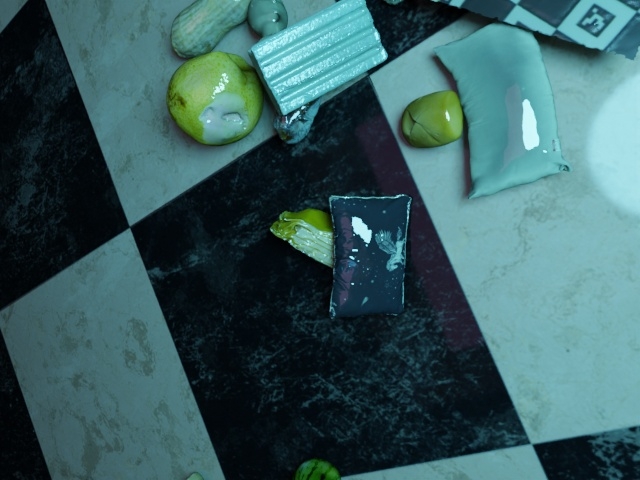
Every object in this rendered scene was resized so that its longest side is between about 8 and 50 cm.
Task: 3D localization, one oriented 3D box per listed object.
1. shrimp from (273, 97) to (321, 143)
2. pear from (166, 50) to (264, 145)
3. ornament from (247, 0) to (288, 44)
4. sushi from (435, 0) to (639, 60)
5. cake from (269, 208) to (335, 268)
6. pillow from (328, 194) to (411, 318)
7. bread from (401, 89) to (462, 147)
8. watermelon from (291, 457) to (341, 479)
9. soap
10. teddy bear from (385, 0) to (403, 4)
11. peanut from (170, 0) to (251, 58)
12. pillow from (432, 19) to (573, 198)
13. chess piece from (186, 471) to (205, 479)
[{"bbox_3d":[-0.030,-0.286,0.789,0.090,0.079,0.233,19,96,39],"label":"shrimp"},{"bbox_3d":[-0.187,-0.262,0.817,0.178,0.178,0.178,3,97,26],"label":"pear"},{"bbox_3d":[-0.087,-0.378,0.781,0.081,0.074,0.156,114,151,-50],"label":"ornament"},{"bbox_3d":[0.331,-0.443,0.601,0.320,0.069,0.339,27,101,20],"label":"sushi"},{"bbox_3d":[0.003,-0.003,0.785,0.185,0.116,0.080,46,111,20],"label":"cake"},{"bbox_3d":[0.084,0.027,0.754,0.141,0.055,0.208,-1,93,-8],"label":"pillow"},{"bbox_3d":[0.164,-0.184,0.684,0.115,0.056,0.082,-158,60,-65],"label":"bread"},{"bbox_3d":[-0.012,0.470,0.844,0.109,0.109,0.109,3,97,26],"label":"watermelon"},{"bbox_3d":[-0.004,-0.297,0.713,0.198,0.063,0.115,-29,111,-6],"label":"soap"},{"bbox_3d":[0.073,-0.477,0.695,0.213,0.111,0.133,43,108,15],"label":"teddy bear"},{"bbox_3d":[-0.210,-0.426,0.854,0.206,0.087,0.087,-27,83,25],"label":"peanut"},{"bbox_3d":[0.260,-0.199,0.650,0.144,0.078,0.254,-14,88,32],"label":"pillow"},{"bbox_3d":[-0.256,0.585,1.003,0.122,0.066,0.066,27,107,26],"label":"chess piece"}]
